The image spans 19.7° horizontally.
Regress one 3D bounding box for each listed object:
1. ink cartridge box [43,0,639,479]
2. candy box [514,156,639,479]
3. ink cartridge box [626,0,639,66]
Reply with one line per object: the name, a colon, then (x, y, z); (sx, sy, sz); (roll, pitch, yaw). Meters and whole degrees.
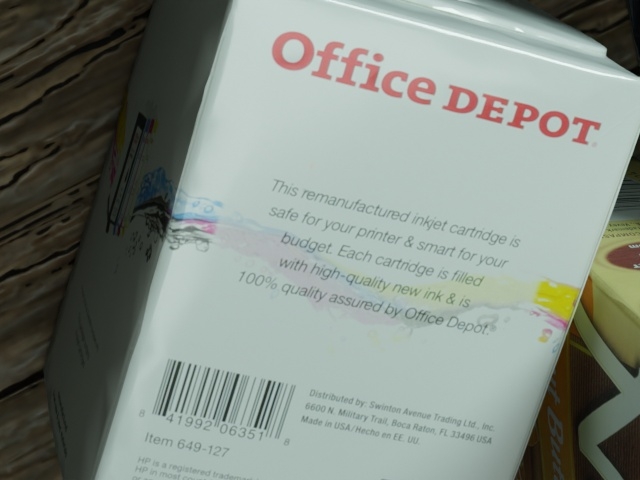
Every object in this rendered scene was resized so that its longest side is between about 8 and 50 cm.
ink cartridge box: (0.000, 0.000, 0.771); (0.171, 0.168, 0.232); (14, 106, -17)
candy box: (0.145, 0.097, 0.759); (0.087, 0.316, 0.183); (-4, 110, -12)
ink cartridge box: (0.176, -0.112, 0.772); (0.065, 0.165, 0.332); (-17, 112, -5)
